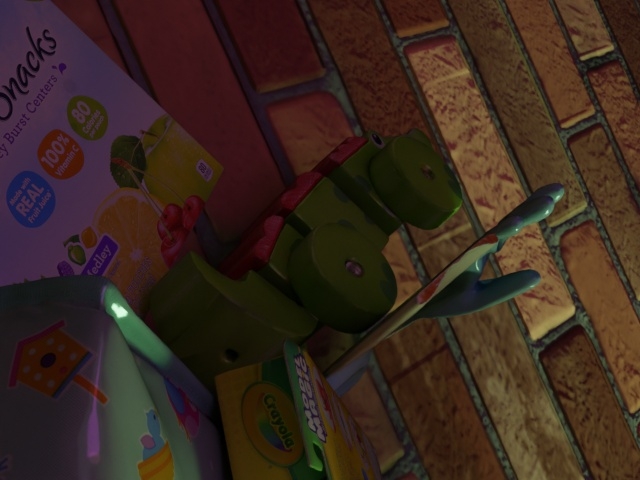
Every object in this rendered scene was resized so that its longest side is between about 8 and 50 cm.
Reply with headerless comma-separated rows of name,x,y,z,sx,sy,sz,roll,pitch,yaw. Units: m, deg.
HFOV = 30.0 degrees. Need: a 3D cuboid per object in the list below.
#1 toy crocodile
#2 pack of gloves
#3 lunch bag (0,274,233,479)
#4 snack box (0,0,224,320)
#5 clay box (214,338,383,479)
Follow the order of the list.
toy crocodile,0.000,0.000,0.772,0.105,0.115,0.340,46,34,-3
pack of gloves,0.055,0.062,0.725,0.046,0.232,0.195,49,43,4
lunch bag,-0.121,0.169,0.541,0.262,0.160,0.223,68,21,-59
snack box,-0.172,-0.040,0.657,0.207,0.070,0.174,43,46,-23
clay box,0.001,0.144,0.614,0.222,0.053,0.127,60,14,-62
